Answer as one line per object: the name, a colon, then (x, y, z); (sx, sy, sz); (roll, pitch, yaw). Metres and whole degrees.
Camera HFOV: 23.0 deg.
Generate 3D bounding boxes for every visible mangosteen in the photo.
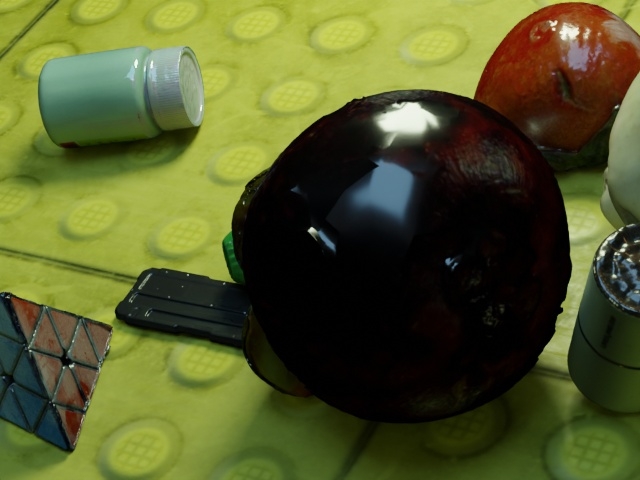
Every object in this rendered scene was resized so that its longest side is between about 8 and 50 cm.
mangosteen: (0.067, 0.022, 1.780); (0.421, 0.381, 0.381); (-4, 40, 33)

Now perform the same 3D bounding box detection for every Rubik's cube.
Rubik's cube: (-0.384, 0.193, 1.978); (0.178, 0.211, 0.190); (-24, 60, 26)

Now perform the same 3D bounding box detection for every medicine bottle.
medicine bottle: (-0.298, -0.217, 2.354); (0.225, 0.139, 0.139); (-6, 41, 13)

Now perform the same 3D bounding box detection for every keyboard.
keyboard: (-0.142, 0.089, 2.043); (0.262, 0.016, 0.106); (9, 45, 28)

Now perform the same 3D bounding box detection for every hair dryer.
hair dryer: (0.435, 0.148, 1.674); (0.362, 0.203, 0.128); (34, 60, 21)

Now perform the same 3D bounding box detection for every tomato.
tomato: (0.338, -0.234, 2.129); (0.309, 0.170, 0.309); (-9, 42, 8)

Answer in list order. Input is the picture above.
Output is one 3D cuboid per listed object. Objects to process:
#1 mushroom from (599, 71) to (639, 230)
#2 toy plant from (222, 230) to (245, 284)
mushroom: (0.495, -0.075, 1.816); (0.325, 0.353, 0.353); (26, 52, 12)
toy plant: (-0.007, 0.009, 2.037); (0.240, 0.088, 0.155); (6, 48, 4)
